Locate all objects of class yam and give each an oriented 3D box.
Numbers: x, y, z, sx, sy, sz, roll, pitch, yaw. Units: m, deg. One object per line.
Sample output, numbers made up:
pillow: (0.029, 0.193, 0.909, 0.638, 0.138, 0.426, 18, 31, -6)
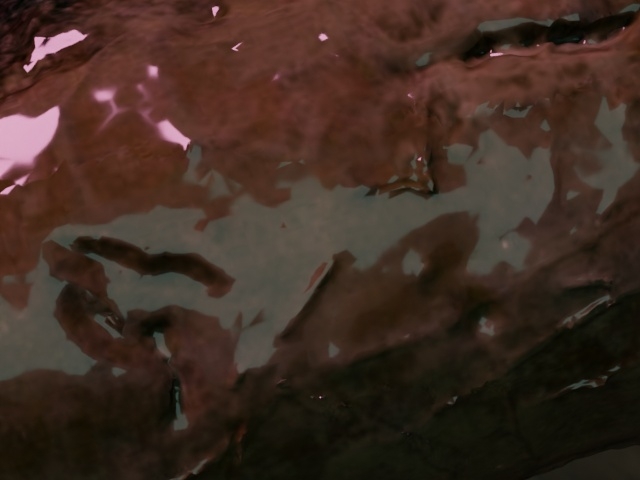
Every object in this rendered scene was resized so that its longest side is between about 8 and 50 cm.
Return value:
yam: (0.000, 0.000, 0.399, 0.300, 0.195, 0.195, -15, 96, -5)
